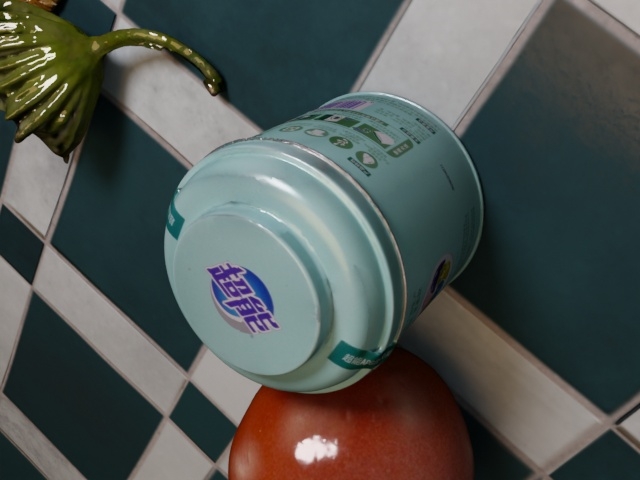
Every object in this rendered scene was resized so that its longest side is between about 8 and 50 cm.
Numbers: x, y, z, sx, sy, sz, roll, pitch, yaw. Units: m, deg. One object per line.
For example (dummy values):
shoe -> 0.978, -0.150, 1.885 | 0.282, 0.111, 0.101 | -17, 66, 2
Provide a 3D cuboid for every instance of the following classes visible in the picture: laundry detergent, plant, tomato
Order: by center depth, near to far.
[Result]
laundry detergent -> 0.000, 0.000, 0.817 | 0.288, 0.305, 0.287 | 14, 119, 27
tomato -> 0.042, 0.293, 0.922 | 0.322, 0.321, 0.321 | 14, 118, 27
plant -> -0.325, -0.272, 1.045 | 0.334, 0.180, 0.251 | -21, 112, 10

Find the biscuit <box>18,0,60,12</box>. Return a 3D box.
biscuit -> -0.492, -0.473, 1.083 | 0.306, 0.038, 0.305 | 14, 118, 27
